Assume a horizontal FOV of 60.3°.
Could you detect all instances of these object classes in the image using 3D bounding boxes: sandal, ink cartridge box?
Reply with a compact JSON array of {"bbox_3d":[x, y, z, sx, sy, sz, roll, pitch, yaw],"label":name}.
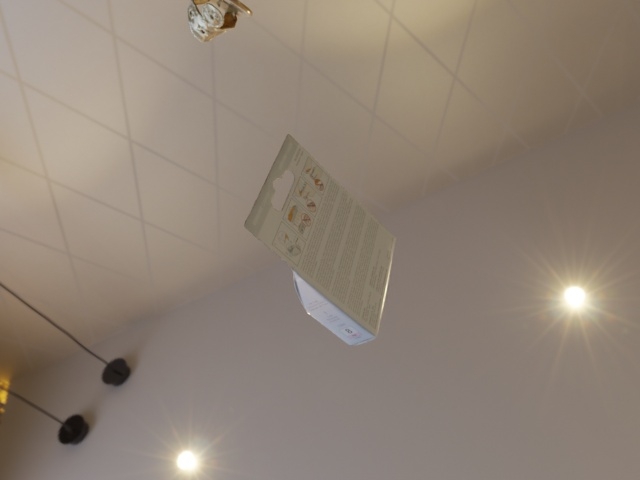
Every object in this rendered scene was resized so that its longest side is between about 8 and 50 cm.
[{"bbox_3d":[-0.173,-0.353,0.877,0.079,0.088,0.240,-59,-152,13],"label":"sandal"},{"bbox_3d":[0.000,0.000,0.735,0.066,0.232,0.189,-33,-152,41],"label":"ink cartridge box"}]
